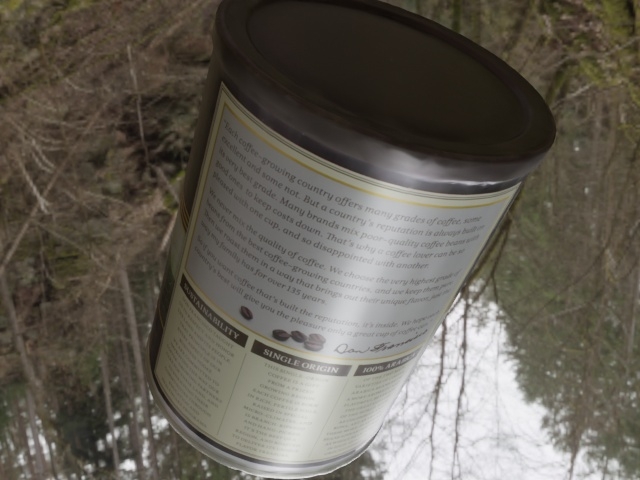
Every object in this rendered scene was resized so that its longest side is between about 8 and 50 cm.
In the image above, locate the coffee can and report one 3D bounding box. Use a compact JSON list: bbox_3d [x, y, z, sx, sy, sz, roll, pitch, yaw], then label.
[{"bbox_3d":[0.000,0.000,0.459,0.201,0.275,0.201,14,-144,-11],"label":"coffee can"}]
